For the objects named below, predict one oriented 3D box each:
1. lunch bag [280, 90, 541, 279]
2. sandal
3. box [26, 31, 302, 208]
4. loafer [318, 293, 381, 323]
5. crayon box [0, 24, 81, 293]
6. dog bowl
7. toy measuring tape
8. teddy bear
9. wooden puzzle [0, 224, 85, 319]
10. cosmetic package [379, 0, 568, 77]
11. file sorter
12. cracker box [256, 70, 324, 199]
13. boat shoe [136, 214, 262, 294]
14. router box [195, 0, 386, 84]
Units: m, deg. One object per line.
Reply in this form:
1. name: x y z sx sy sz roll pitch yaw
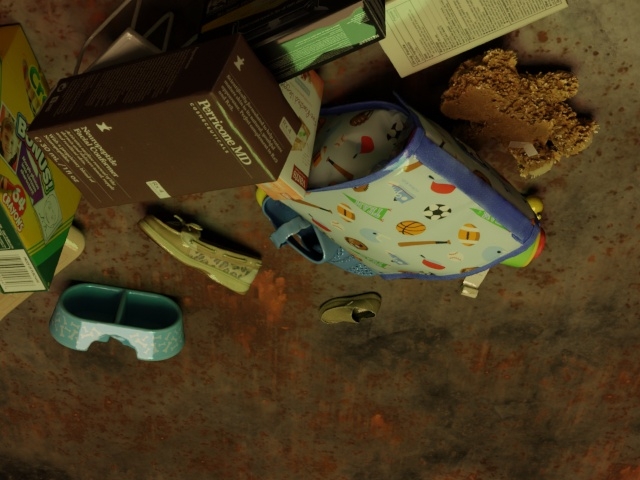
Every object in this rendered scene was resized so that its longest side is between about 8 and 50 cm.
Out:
1. lunch bag: 0.160 -0.091 1.818 0.328 0.239 0.385 34 164 -27
2. sandal: 0.000 0.000 2.066 0.317 0.138 0.126 28 127 -26
3. box: -0.243 -0.174 1.588 0.381 0.143 0.191 -8 136 32
4. loafer: 0.063 0.157 2.276 0.148 0.050 0.056 -18 131 19
5. crayon box: -0.550 -0.142 1.822 0.106 0.313 0.363 -4 135 11
6. dog bowl: -0.439 0.171 2.243 0.297 0.166 0.074 10 122 -7
7. toy measuring tape: 0.370 0.037 2.102 0.121 0.121 0.330 15 134 -12
8. teddy bear: 0.354 -0.232 1.858 0.338 0.113 0.245 17 142 -23
9. wooden puzzle: -0.714 0.000 2.142 0.348 0.080 0.322 -37 123 27
10. cosmetic package: 0.229 -0.406 1.659 0.296 0.129 0.153 -20 132 20
11. file sorter: -0.269 -0.267 1.785 0.278 0.173 0.193 36 126 -28
12. cracker box: -0.069 -0.203 1.744 0.067 0.232 0.156 0 160 27
13. boat shoe: -0.250 0.013 2.128 0.285 0.104 0.089 33 90 -33
14. router box: -0.050 -0.359 1.637 0.309 0.243 0.081 -19 131 21
